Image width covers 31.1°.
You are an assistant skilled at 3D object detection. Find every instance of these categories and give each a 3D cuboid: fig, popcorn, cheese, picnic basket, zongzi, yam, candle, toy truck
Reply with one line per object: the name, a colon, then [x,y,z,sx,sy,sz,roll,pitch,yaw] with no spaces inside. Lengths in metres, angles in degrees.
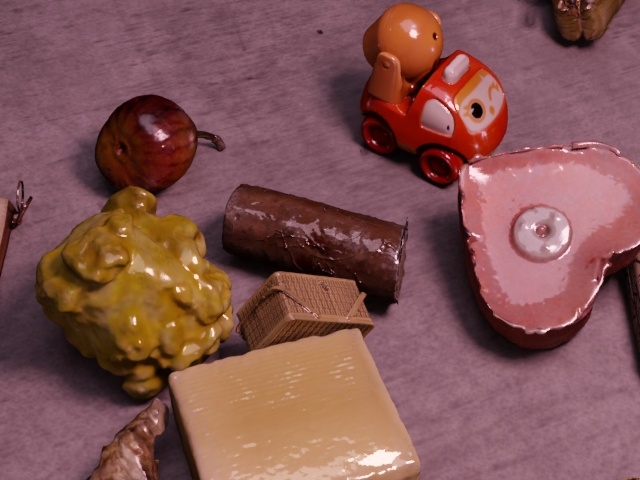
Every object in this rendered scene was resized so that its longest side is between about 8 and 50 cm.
fig: [-0.256,-0.163,1.801,0.148,0.149,0.202,41,63,5]
popcorn: [-0.241,0.069,1.562,0.242,0.235,0.250,-45,102,-27]
cheese: [-0.038,0.253,1.465,0.265,0.124,0.243,-13,46,-15]
picnic basket: [-0.021,0.110,1.567,0.164,0.115,0.080,7,49,-38]
zongzi: [0.449,-0.503,2.215,0.300,0.145,0.274,15,52,32]
yam: [0.000,0.002,1.702,0.279,0.131,0.131,16,48,13]
candle: [0.317,-0.007,1.695,0.287,0.131,0.317,33,73,16]
toy truck: [0.184,-0.251,1.866,0.264,0.239,0.189,28,52,18]

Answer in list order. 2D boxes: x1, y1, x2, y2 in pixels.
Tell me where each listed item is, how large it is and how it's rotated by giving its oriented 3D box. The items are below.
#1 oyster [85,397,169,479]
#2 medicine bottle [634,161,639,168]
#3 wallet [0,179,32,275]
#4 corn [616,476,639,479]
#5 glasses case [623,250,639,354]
oyster: [-0.235,0.378,1.348,0.204,0.111,0.396,-12,54,-12]
medicine bottle: [0.537,-0.088,1.882,0.083,0.047,0.047,38,55,26]
wallet: [-0.573,0.037,1.647,0.274,0.068,0.335,5,49,-4]
corn: [0.388,0.359,1.424,0.305,0.122,0.123,-9,21,-17]
glasses case: [0.528,0.070,1.710,0.137,0.085,0.355,4,47,0]
